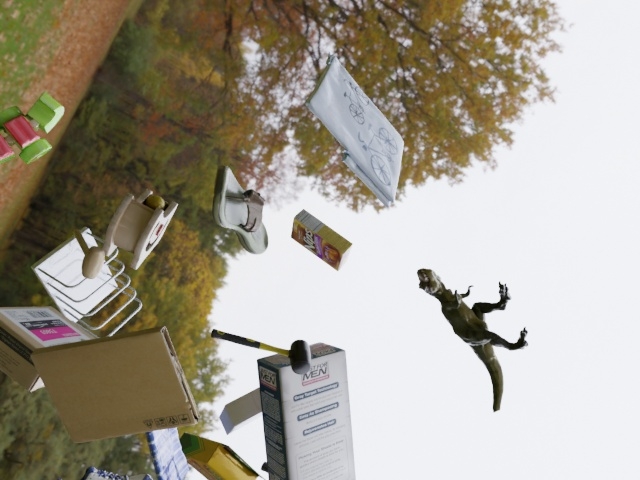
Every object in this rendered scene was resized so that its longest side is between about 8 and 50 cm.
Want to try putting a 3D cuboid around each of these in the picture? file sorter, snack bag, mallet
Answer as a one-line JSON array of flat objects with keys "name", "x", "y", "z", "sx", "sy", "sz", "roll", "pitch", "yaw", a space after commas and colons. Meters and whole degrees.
[{"name": "file sorter", "x": -0.695, "y": 0.143, "z": 1.566, "sx": 0.173, "sy": 0.277, "sz": 0.193, "roll": 24, "pitch": -129, "yaw": 24}, {"name": "snack bag", "x": 0.097, "y": -0.290, "z": 1.318, "sx": 0.037, "sy": 0.342, "sz": 0.323, "roll": -29, "pitch": -153, "yaw": 33}, {"name": "mallet", "x": -0.104, "y": 0.187, "z": 0.931, "sx": 0.062, "sy": 0.190, "sz": 0.039, "roll": -87, "pitch": -159, "yaw": -63}]

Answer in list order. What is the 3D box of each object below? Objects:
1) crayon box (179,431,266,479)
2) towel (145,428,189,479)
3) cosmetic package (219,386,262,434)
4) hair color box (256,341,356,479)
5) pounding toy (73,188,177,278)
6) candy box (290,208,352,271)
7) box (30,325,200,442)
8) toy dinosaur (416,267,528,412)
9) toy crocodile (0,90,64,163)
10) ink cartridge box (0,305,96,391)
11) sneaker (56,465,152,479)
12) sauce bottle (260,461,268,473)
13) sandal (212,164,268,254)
[{"name": "crayon box", "x": -0.352, "y": 0.763, "z": 1.746, "sx": 0.319, "sy": 0.202, "sz": 0.081, "roll": -15, "pitch": -149, "yaw": 49}, {"name": "towel", "x": -0.400, "y": 0.453, "z": 1.289, "sx": 0.243, "sy": 0.040, "sz": 0.336, "roll": 123, "pitch": -51, "yaw": -80}, {"name": "cosmetic package", "x": -0.196, "y": 0.434, "z": 1.292, "sx": 0.060, "sy": 0.099, "sz": 0.239, "roll": 59, "pitch": -25, "yaw": 15}, {"name": "hair color box", "x": -0.028, "y": 0.418, "z": 1.129, "sx": 0.105, "sy": 0.174, "sz": 0.347, "roll": 2, "pitch": -82, "yaw": 56}, {"name": "pounding toy", "x": -0.408, "y": -0.045, "z": 1.056, "sx": 0.154, "sy": 0.155, "sz": 0.269, "roll": -59, "pitch": -170, "yaw": 24}, {"name": "candy box", "x": 0.000, "y": 0.000, "z": 1.530, "sx": 0.053, "sy": 0.187, "sz": 0.109, "roll": -45, "pitch": 163, "yaw": -30}, {"name": "box", "x": -0.296, "y": 0.213, "z": 0.746, "sx": 0.201, "sy": 0.164, "sz": 0.021, "roll": -11, "pitch": -160, "yaw": 8}, {"name": "toy dinosaur", "x": 0.263, "y": 0.140, "z": 0.823, "sx": 0.118, "sy": 0.268, "sz": 0.064, "roll": -32, "pitch": 178, "yaw": 34}, {"name": "toy crocodile", "x": -0.687, "y": -0.187, "z": 1.064, "sx": 0.340, "sy": 0.115, "sz": 0.105, "roll": -41, "pitch": -161, "yaw": -21}, {"name": "ink cartridge box", "x": -0.637, "y": 0.236, "z": 1.165, "sx": 0.088, "sy": 0.193, "sz": 0.234, "roll": -58, "pitch": 172, "yaw": -2}, {"name": "sneaker", "x": -0.676, "y": 0.763, "z": 1.587, "sx": 0.112, "sy": 0.297, "sz": 0.130, "roll": -21, "pitch": -103, "yaw": 59}, {"name": "sauce bottle", "x": -0.111, "y": 0.673, "z": 1.466, "sx": 0.128, "sy": 0.042, "sz": 0.042, "roll": 21, "pitch": -99, "yaw": 22}, {"name": "sandal", "x": -0.151, "y": -0.064, "z": 1.085, "sx": 0.086, "sy": 0.303, "sz": 0.120, "roll": -4, "pitch": -113, "yaw": 13}]
